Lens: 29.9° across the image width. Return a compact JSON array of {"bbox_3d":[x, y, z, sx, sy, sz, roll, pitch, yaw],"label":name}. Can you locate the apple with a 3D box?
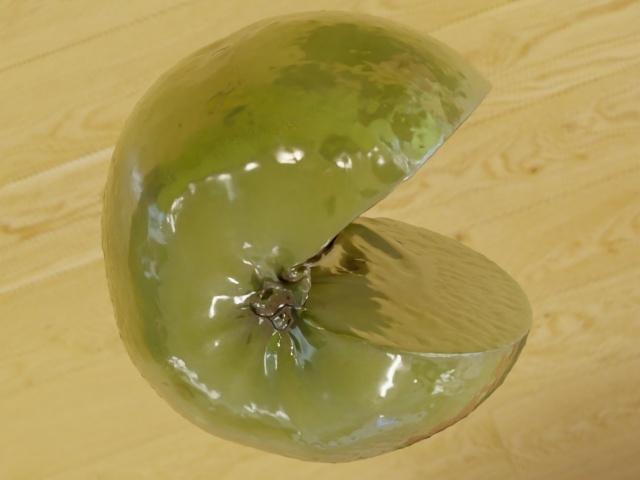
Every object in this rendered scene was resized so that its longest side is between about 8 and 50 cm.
[{"bbox_3d":[0.000,0.000,0.768,0.292,0.254,0.292,4,108,13],"label":"apple"}]
